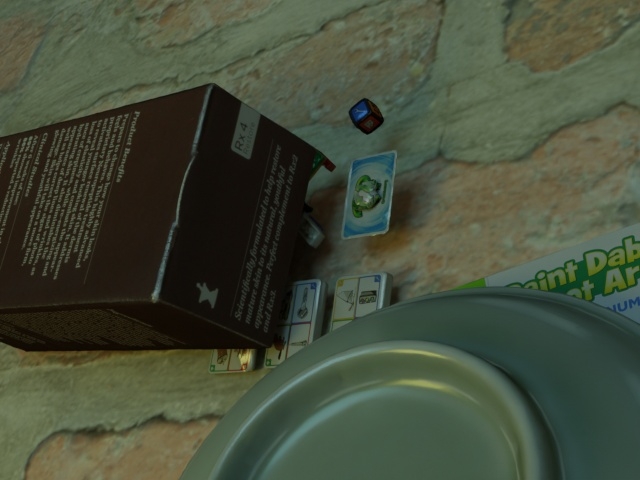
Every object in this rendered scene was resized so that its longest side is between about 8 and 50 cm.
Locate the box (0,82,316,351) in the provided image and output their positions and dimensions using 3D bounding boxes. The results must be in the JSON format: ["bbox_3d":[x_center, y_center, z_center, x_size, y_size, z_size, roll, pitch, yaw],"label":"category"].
[{"bbox_3d":[-0.196,-0.006,1.080,0.381,0.143,0.191,-6,65,46],"label":"box"}]

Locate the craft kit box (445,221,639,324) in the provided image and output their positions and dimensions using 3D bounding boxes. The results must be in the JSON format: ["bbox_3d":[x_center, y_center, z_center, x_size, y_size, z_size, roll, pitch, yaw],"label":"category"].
[{"bbox_3d":[0.161,0.119,0.755,0.250,0.061,0.247,-22,42,27],"label":"craft kit box"}]

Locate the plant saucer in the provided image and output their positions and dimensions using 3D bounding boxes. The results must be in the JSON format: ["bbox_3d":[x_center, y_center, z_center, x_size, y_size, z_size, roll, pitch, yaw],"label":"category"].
[{"bbox_3d":[0.041,0.169,0.659,0.400,0.100,0.400,-19,44,19],"label":"plant saucer"}]

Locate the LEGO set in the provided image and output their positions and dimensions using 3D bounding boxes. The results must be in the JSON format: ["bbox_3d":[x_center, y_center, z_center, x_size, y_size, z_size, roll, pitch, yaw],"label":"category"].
[{"bbox_3d":[0.000,0.000,1.022,0.182,0.060,0.244,-9,64,37],"label":"LEGO set"}]
